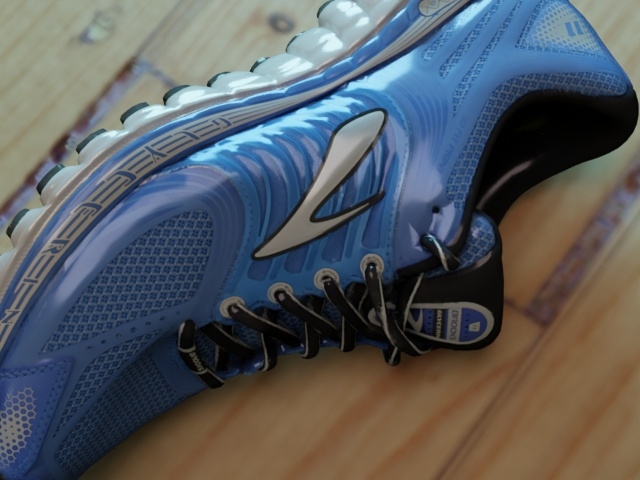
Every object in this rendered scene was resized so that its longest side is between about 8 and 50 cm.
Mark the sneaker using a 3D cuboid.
[{"bbox_3d":[0.000,0.000,0.501,0.330,0.130,0.147,-39,67,-9],"label":"sneaker"}]
